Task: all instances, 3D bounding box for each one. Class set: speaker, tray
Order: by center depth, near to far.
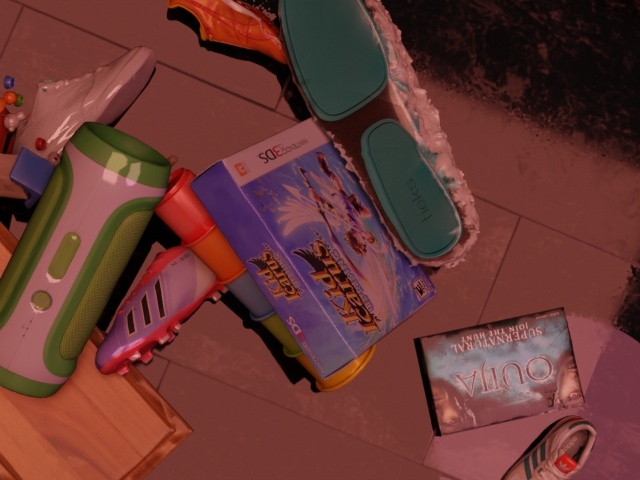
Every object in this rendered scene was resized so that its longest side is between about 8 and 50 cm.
[{"bbox_3d":[-0.279,0.022,1.816,0.131,0.131,0.296,28,101,-3],"label":"speaker"},{"bbox_3d":[-0.363,0.143,1.931,0.203,0.076,0.411,-43,91,-8],"label":"tray"}]

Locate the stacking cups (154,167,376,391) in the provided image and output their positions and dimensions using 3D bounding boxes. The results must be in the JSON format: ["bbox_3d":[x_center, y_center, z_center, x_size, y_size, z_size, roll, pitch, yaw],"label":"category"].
[{"bbox_3d":[-0.066,0.037,1.912,0.096,0.096,0.316,-45,110,-8],"label":"stacking cups"}]

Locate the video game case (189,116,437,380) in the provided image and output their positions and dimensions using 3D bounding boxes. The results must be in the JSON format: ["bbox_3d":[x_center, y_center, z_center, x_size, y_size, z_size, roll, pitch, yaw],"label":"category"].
[{"bbox_3d":[0.000,0.000,1.906,0.061,0.244,0.269,-35,88,32],"label":"video game case"}]

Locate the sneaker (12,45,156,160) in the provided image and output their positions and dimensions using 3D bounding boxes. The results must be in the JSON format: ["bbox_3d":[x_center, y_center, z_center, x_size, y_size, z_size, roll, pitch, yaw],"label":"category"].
[{"bbox_3d":[-0.294,-0.171,1.972,0.094,0.080,0.212,43,83,11],"label":"sneaker"}]

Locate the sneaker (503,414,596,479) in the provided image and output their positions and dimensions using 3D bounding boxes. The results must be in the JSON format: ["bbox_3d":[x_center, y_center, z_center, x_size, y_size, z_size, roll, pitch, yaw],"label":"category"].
[{"bbox_3d":[0.276,0.277,1.981,0.057,0.075,0.161,42,82,-1],"label":"sneaker"}]

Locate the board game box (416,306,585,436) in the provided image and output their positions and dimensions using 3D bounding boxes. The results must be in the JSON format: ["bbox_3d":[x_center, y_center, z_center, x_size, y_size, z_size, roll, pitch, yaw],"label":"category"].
[{"bbox_3d":[0.222,0.161,2.013,0.186,0.026,0.126,-12,85,-7],"label":"board game box"}]

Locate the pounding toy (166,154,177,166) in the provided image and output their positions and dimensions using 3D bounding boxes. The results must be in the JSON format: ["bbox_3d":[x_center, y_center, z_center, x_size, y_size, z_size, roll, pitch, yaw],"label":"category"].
[{"bbox_3d":[-0.247,-0.054,1.932,0.100,0.130,0.141,30,82,-2],"label":"pounding toy"}]

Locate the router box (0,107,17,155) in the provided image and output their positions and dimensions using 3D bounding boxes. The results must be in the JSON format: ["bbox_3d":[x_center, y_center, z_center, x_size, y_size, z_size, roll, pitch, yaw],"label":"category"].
[{"bbox_3d":[-0.544,-0.032,1.867,0.336,0.082,0.301,8,74,7],"label":"router box"}]

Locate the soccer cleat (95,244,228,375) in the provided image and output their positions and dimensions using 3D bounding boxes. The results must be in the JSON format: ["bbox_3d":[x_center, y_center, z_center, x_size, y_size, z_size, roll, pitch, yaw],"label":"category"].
[{"bbox_3d":[-0.187,0.066,1.921,0.095,0.083,0.248,48,56,3],"label":"soccer cleat"}]

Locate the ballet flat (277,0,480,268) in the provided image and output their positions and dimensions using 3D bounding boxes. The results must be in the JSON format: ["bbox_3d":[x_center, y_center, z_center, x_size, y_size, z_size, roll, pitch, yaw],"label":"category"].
[{"bbox_3d":[0.074,-0.153,1.982,0.147,0.147,0.408,-25,89,-8],"label":"ballet flat"}]

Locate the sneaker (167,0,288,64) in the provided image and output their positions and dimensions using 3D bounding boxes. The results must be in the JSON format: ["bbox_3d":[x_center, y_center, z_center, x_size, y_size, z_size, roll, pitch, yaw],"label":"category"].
[{"bbox_3d":[-0.107,-0.263,2.012,0.175,0.064,0.067,33,102,3],"label":"sneaker"}]

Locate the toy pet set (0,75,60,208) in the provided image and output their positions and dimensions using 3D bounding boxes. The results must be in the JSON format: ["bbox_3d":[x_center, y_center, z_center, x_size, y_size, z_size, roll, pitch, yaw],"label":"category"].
[{"bbox_3d":[-0.326,-0.104,1.853,0.065,0.122,0.114,6,56,19],"label":"toy pet set"}]
